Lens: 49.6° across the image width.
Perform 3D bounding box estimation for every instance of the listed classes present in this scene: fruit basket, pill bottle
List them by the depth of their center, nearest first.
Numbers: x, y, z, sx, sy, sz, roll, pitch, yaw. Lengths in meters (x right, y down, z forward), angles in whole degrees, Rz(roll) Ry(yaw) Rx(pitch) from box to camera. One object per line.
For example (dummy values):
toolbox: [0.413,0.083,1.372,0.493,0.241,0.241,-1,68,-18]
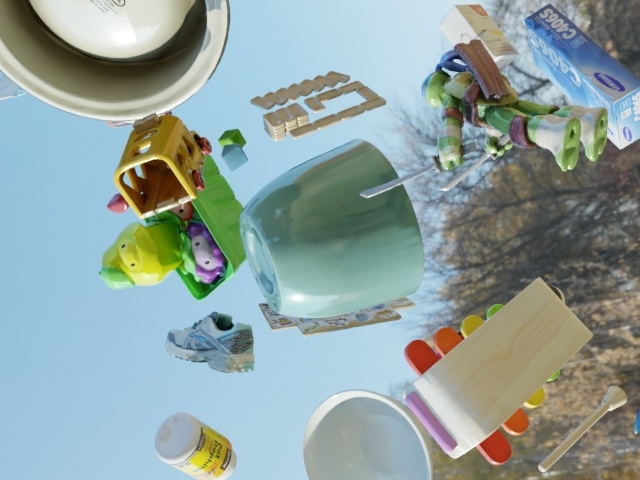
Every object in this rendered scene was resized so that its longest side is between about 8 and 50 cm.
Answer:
pill bottle: [-0.282,0.490,1.618,0.215,0.117,0.117,53,-149,-49]
fruit basket: [-0.391,-0.011,1.807,0.391,0.283,0.392,17,-122,-28]

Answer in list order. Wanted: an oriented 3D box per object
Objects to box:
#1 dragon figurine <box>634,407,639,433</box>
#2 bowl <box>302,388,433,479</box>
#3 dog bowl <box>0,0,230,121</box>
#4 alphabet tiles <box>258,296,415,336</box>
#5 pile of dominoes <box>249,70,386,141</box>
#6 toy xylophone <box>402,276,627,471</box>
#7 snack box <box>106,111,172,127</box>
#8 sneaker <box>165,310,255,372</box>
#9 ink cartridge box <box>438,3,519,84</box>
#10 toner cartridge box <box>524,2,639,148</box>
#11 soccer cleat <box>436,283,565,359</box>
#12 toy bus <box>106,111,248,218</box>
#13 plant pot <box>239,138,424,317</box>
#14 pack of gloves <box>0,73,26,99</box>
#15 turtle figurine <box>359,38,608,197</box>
dragon figurine: [0.305,0.139,0.533,0.085,0.289,0.144,-2,-134,-45]
bowl: [0.120,0.446,1.459,0.134,0.297,0.298,-4,-103,-59]
dog bowl: [-0.345,-0.400,1.105,0.408,0.407,0.150,50,-155,-36]
alphabet tiles: [0.035,0.153,1.640,0.285,0.342,0.011,-139,43,-69]
pile of dominoes: [-0.009,-0.293,1.535,0.196,0.251,0.040,48,154,42]
toy xylophone: [0.282,0.192,0.990,0.322,0.081,0.236,-24,-110,-25]
snack box: [-0.389,-0.270,1.434,0.064,0.178,0.022,55,-133,-40]
sneaker: [-0.248,0.222,1.598,0.110,0.282,0.122,10,-93,-49]
ink cartridge box: [0.374,-0.446,1.588,0.115,0.067,0.198,-21,-107,-44]
toner cartridge box: [0.597,-0.377,1.570,0.165,0.075,0.348,48,-168,-49]
soccer cleat: [0.421,0.226,1.591,0.116,0.331,0.143,60,-173,34]
toy bus: [-0.224,-0.126,0.983,0.191,0.202,0.104,-47,-51,-25]
plant pot: [0.000,0.000,1.190,0.293,0.235,0.293,57,159,35]
pack of gloves: [-0.533,-0.353,1.307,0.046,0.232,0.195,52,-128,-44]
turtle figurine: [0.251,-0.132,1.002,0.197,0.266,0.275,26,-95,-50]
